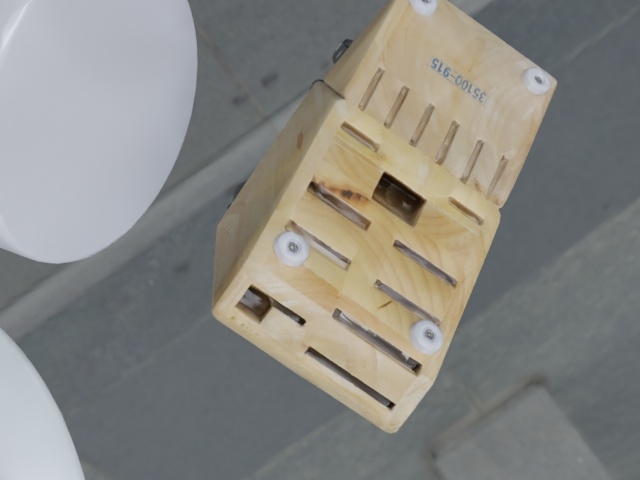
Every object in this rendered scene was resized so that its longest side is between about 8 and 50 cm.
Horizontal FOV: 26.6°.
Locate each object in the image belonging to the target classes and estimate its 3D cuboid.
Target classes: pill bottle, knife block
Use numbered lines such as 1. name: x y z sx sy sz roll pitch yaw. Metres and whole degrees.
1. pill bottle: -0.266 -0.123 0.769 0.210 0.363 0.210 -42 142 -44
2. knife block: 0.000 0.000 0.668 0.242 0.088 0.275 -47 -167 50

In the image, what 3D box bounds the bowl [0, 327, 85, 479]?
1. bowl: -0.174 0.156 0.348 0.134 0.297 0.298 1 152 14
